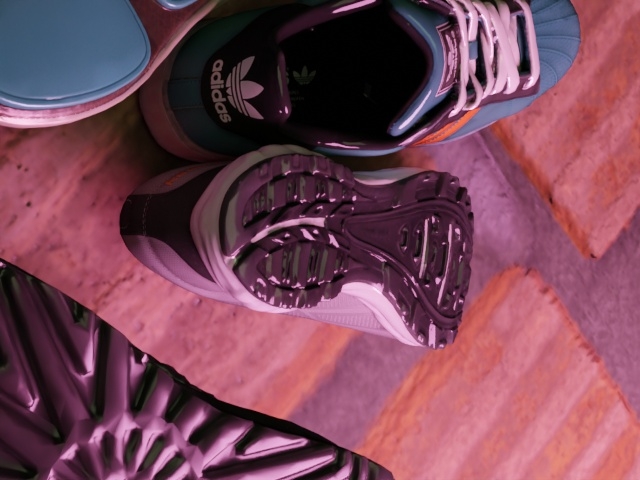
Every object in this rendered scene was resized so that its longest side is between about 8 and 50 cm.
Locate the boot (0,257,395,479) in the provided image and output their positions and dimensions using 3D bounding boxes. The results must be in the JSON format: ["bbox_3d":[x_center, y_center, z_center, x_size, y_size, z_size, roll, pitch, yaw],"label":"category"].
[{"bbox_3d":[-0.154,0.079,0.741,0.348,0.260,0.131,33,80,-39],"label":"boot"}]

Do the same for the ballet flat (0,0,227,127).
[{"bbox_3d":[-0.110,-0.115,0.861,0.248,0.086,0.086,-36,113,-43],"label":"ballet flat"}]

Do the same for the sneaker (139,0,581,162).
[{"bbox_3d":[0.054,-0.098,0.973,0.302,0.121,0.108,-16,102,-35],"label":"sneaker"}]

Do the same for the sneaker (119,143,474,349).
[{"bbox_3d":[0.000,0.000,0.958,0.271,0.108,0.100,16,81,-53],"label":"sneaker"}]
